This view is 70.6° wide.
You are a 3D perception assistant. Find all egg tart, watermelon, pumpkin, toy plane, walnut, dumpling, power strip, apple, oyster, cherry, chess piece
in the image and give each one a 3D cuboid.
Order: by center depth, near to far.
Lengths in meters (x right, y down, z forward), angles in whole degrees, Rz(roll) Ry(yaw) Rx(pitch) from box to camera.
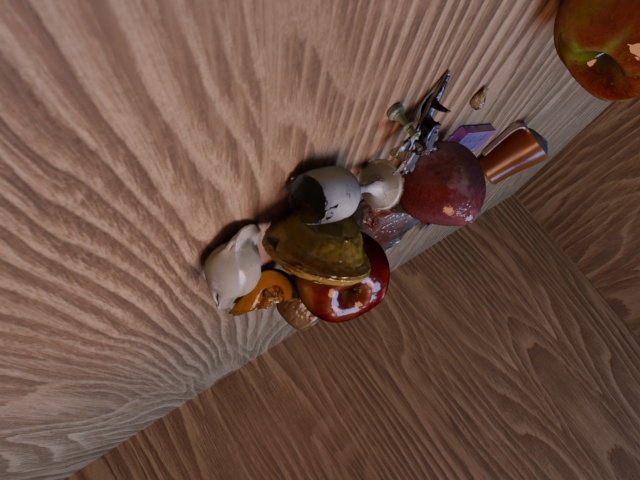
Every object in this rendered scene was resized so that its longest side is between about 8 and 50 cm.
[{"bbox_3d":[0.691,-0.480,0.962,0.339,0.339,0.339,-32,165,-10],"label":"apple"},{"bbox_3d":[0.190,-0.260,1.013,0.042,0.093,0.042,-31,165,-10],"label":"chess piece"},{"bbox_3d":[0.256,-0.269,1.080,0.192,0.088,0.262,-21,150,-48],"label":"toy plane"},{"bbox_3d":[0.000,0.000,1.104,0.290,0.290,0.115,-16,131,-50],"label":"egg tart"},{"bbox_3d":[-0.203,0.050,1.130,0.179,0.131,0.252,-47,157,-49],"label":"dumpling"},{"bbox_3d":[0.461,-0.397,1.276,0.083,0.038,0.081,-20,157,-41],"label":"oyster"},{"bbox_3d":[0.362,-0.163,1.358,0.261,0.307,0.221,-34,139,10],"label":"cherry"},{"bbox_3d":[0.054,0.093,1.366,0.288,0.317,0.288,-11,123,-18],"label":"apple"},{"bbox_3d":[-0.194,0.164,1.481,0.248,0.126,0.131,-17,175,8],"label":"pumpkin"},{"bbox_3d":[0.504,-0.342,1.537,0.279,0.037,0.109,-18,157,-47],"label":"power strip"},{"bbox_3d":[0.226,-0.057,1.599,0.302,0.151,0.264,-18,158,-49],"label":"watermelon"},{"bbox_3d":[-0.062,0.235,1.785,0.228,0.228,0.228,-32,165,-10],"label":"walnut"}]

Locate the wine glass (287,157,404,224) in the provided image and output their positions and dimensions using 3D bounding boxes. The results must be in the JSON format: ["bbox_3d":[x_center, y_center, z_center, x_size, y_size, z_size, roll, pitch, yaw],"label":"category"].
[{"bbox_3d":[0.065,-0.121,1.093,0.321,0.143,0.143,-15,155,-46],"label":"wine glass"}]

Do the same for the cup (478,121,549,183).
[{"bbox_3d":[0.788,-0.367,1.876,0.264,0.182,0.226,-35,133,28],"label":"cup"}]

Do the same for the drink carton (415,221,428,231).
[{"bbox_3d":[0.452,-0.132,1.808,0.134,0.102,0.222,-31,170,-15],"label":"drink carton"}]
